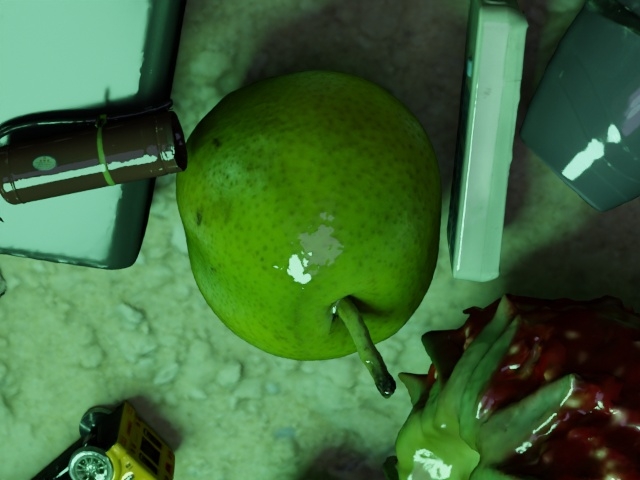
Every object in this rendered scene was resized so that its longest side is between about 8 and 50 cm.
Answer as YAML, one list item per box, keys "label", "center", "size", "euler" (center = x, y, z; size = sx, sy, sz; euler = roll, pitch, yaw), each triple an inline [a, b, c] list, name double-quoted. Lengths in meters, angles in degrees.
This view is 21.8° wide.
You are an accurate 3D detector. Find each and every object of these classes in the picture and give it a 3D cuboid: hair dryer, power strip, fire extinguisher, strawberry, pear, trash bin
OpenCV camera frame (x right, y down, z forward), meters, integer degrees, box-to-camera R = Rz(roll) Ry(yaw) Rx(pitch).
- label: "hair dryer"
  center: [0.332, -0.079, 1.042]
  size: [0.361, 0.121, 0.301]
  euler: [39, 99, -23]
- label: "power strip"
  center: [0.104, -0.067, 1.043]
  size: [0.035, 0.081, 0.192]
  euler: [4, 112, 2]
- label: "fire extinguisher"
  center: [-0.146, -0.046, 0.970]
  size: [0.132, 0.039, 0.056]
  euler: [-11, 86, 6]
- label: "strawberry"
  center: [0.220, 0.158, 1.058]
  size: [0.343, 0.292, 0.292]
  euler: [0, 113, -24]
- label: "pear"
  center: [0.000, 0.000, 1.001]
  size: [0.166, 0.216, 0.180]
  euler: [-2, 135, -18]
- label: "trash bin"
  center: [-0.169, -0.111, 1.021]
  size: [0.165, 0.115, 0.225]
  euler: [8, 115, -4]

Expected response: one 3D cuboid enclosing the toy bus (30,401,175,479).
- label: "toy bus"
  center: [-0.179, 0.189, 1.157]
  size: [0.162, 0.069, 0.074]
  euler: [-41, 107, 14]
